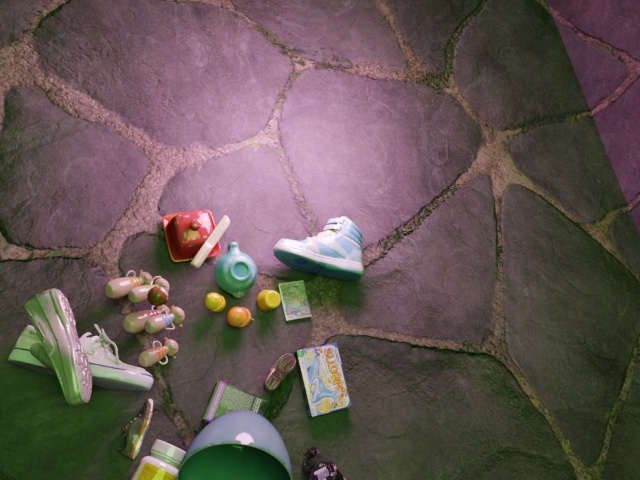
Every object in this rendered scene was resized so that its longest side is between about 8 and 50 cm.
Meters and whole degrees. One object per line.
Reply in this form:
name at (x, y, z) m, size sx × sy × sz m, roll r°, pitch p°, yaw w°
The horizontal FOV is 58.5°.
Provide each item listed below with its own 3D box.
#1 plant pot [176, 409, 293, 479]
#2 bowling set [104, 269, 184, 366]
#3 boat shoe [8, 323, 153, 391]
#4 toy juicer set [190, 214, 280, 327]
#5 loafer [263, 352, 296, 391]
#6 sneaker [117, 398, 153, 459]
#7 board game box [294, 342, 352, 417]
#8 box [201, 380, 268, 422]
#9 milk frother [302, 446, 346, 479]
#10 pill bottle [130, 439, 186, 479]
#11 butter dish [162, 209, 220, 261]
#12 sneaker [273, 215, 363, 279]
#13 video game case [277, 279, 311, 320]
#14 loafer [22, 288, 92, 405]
plant pot at (-0.212, 0.565, 1.510) m, size 0.290 × 0.290 × 0.195 m, roll 23°, pitch 25°, yaw -11°
bowling set at (-0.443, 0.189, 1.585) m, size 0.154 × 0.199 × 0.287 m, roll -19°, pitch 81°, yaw -55°
boat shoe at (-0.617, 0.296, 1.531) m, size 0.367 × 0.136 × 0.157 m, roll 14°, pitch 61°, yaw -5°
toy juicer set at (-0.285, 0.116, 1.745) m, size 0.209 × 0.089 × 0.329 m, roll -36°, pitch 96°, yaw -25°
loafer at (-0.128, 0.395, 1.715) m, size 0.056 × 0.050 × 0.148 m, roll 48°, pitch 45°, yaw -1°
sneaker at (-0.495, 0.497, 1.527) m, size 0.064 × 0.061 × 0.158 m, roll 18°, pitch 63°, yaw -6°
board game box at (0.007, 0.427, 1.759) m, size 0.136 × 0.035 × 0.201 m, roll -8°, pitch 72°, yaw -23°
box at (-0.244, 0.487, 1.643) m, size 0.162 × 0.029 × 0.116 m, roll 24°, pitch 63°, yaw -9°
milk frother at (0.020, 0.679, 1.634) m, size 0.135 × 0.129 × 0.143 m, roll 58°, pitch 22°, yaw -31°
pill bottle at (-0.428, 0.629, 1.462) m, size 0.119 × 0.119 × 0.209 m, roll 29°, pitch 62°, yaw -8°
butter dish at (-0.387, -0.032, 1.748) m, size 0.159 × 0.118 × 0.160 m, roll -9°, pitch 72°, yaw -25°
sneaker at (0.000, 0.000, 1.883) m, size 0.318 × 0.127 × 0.208 m, roll 17°, pitch 66°, yaw -25°
video game case at (-0.083, 0.192, 1.834) m, size 0.087 × 0.011 × 0.122 m, roll -7°, pitch 72°, yaw -23°
loafer at (-0.650, 0.268, 1.408) m, size 0.111 × 0.112 × 0.319 m, roll -24°, pitch 61°, yaw -14°
